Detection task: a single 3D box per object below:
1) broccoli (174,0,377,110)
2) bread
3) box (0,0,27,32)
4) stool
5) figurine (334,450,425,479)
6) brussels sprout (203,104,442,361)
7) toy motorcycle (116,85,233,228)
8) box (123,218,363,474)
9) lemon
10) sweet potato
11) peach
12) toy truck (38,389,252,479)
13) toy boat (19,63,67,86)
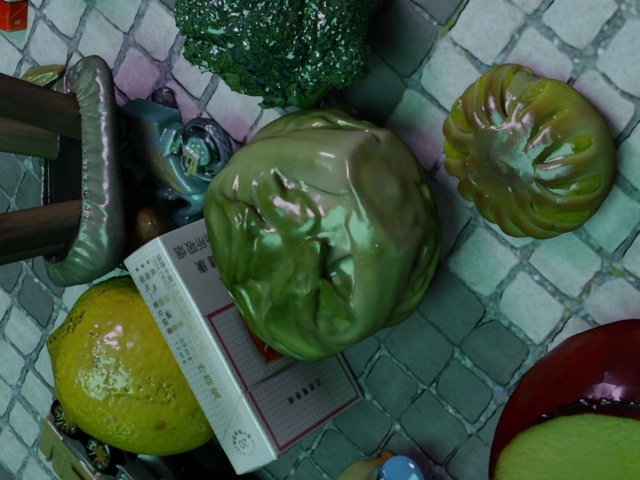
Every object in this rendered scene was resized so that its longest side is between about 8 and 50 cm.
[{"bbox_3d":[-0.053,-0.272,1.493,0.294,0.265,0.245,46,162,23],"label":"broccoli"},{"bbox_3d":[0.233,-0.097,1.400,0.213,0.105,0.213,16,118,31],"label":"bread"},{"bbox_3d":[-0.501,-0.411,1.869,0.100,0.048,0.152,26,122,29],"label":"box"},{"bbox_3d":[-0.423,-0.090,1.687,0.310,0.226,0.310,-19,76,59],"label":"stool"},{"bbox_3d":[0.111,0.417,1.641,0.262,0.154,0.180,60,158,20],"label":"figurine"},{"bbox_3d":[0.000,0.000,1.511,0.328,0.247,0.328,16,133,18],"label":"brussels sprout"},{"bbox_3d":[-0.226,-0.114,1.742,0.296,0.109,0.198,21,130,36],"label":"toy motorcycle"},{"bbox_3d":[-0.101,0.126,1.657,0.095,0.210,0.330,-29,87,40],"label":"box"},{"bbox_3d":[-0.243,0.182,1.750,0.310,0.258,0.258,25,124,-6],"label":"lemon"},{"bbox_3d":[-0.292,-0.008,1.770,0.341,0.092,0.114,15,134,60],"label":"sweet potato"},{"bbox_3d":[0.344,0.223,1.374,0.258,0.201,0.361,41,134,-6],"label":"peach"},{"bbox_3d":[-0.274,0.387,1.899,0.405,0.180,0.254,42,129,18],"label":"toy truck"},{"bbox_3d":[-0.453,-0.223,1.889,0.066,0.065,0.172,40,130,-9],"label":"toy boat"}]
